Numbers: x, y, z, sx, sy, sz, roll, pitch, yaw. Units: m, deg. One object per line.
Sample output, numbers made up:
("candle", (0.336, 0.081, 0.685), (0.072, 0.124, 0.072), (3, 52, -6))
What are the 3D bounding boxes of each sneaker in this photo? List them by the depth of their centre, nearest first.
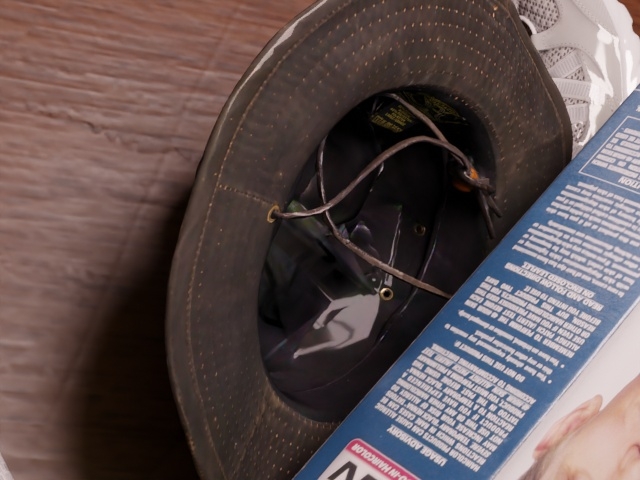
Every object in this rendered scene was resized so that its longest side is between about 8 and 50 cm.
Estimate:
("sneaker", (0.147, -0.070, 0.876), (0.115, 0.105, 0.281), (-4, 76, -22))

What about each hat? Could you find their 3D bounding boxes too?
("hat", (0.000, 0.000, 0.758), (0.331, 0.134, 0.331), (-20, 118, -42))

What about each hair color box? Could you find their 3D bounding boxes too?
("hair color box", (0.154, 0.079, 0.741), (0.347, 0.105, 0.174), (-47, 131, -13))

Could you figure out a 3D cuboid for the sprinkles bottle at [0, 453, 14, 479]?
("sprinkles bottle", (-0.215, 0.117, 0.647), (0.121, 0.121, 0.355), (-25, 83, -27))
